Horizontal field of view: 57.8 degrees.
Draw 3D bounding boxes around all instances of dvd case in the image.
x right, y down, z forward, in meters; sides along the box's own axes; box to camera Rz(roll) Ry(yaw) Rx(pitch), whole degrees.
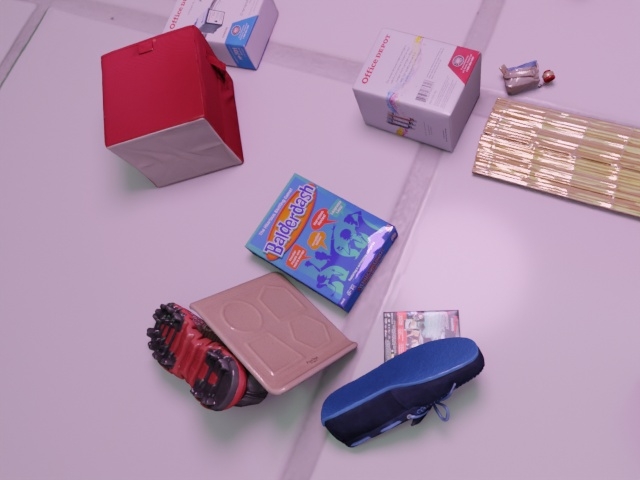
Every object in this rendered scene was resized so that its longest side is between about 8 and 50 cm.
[{"bbox_3d":[0.159,0.153,0.911,0.119,0.013,0.087,-4,71,14],"label":"dvd case"}]

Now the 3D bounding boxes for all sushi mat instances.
[{"bbox_3d":[0.417,-0.135,0.939,0.316,0.019,0.151,19,78,20],"label":"sushi mat"}]

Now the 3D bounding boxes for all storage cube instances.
[{"bbox_3d":[-0.266,-0.238,1.062,0.215,0.183,0.193,-14,69,9],"label":"storage cube"}]

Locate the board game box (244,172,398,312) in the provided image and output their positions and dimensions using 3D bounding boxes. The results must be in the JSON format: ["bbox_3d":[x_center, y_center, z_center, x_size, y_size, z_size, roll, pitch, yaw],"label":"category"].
[{"bbox_3d":[0.000,0.000,0.986,0.210,0.047,0.160,29,81,22],"label":"board game box"}]

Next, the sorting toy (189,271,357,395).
[{"bbox_3d":[-0.072,0.139,0.903,0.208,0.193,0.038,38,124,25],"label":"sorting toy"}]

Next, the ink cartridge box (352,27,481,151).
[{"bbox_3d":[0.165,-0.255,0.987,0.176,0.127,0.128,23,79,20],"label":"ink cartridge box"}]

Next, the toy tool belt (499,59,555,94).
[{"bbox_3d":[0.353,-0.288,0.992,0.083,0.052,0.051,-14,77,9],"label":"toy tool belt"}]

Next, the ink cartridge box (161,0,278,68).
[{"bbox_3d":[-0.200,-0.436,1.169,0.190,0.082,0.139,14,76,17],"label":"ink cartridge box"}]

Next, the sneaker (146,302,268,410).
[{"bbox_3d":[-0.180,0.188,0.944,0.276,0.135,0.097,27,92,44],"label":"sneaker"}]

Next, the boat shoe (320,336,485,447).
[{"bbox_3d":[0.126,0.224,0.857,0.258,0.109,0.089,-27,106,22],"label":"boat shoe"}]
